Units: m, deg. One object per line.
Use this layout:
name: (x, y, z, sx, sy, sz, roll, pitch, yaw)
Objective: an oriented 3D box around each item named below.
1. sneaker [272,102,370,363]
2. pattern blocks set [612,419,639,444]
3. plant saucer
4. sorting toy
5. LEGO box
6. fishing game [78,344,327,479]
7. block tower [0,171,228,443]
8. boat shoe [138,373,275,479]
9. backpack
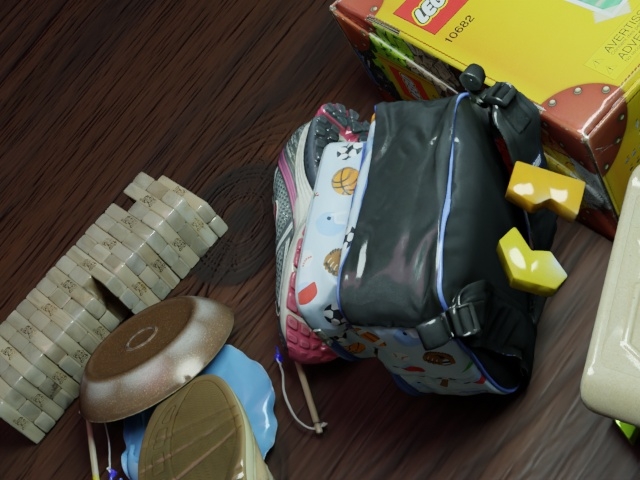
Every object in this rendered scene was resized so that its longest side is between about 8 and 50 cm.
sneaker: (0.000, 0.000, 1.329, 0.112, 0.120, 0.299, -32, 42, 46)
pattern blocks set: (0.378, 0.179, 1.033, 0.285, 0.026, 0.325, 30, 74, 34)
plant saucer: (-0.187, 0.118, 1.328, 0.198, 0.036, 0.199, -27, 21, 11)
sorting toy: (0.286, 0.042, 0.972, 0.307, 0.041, 0.229, 18, 64, 6)
LEGO box: (0.322, -0.299, 1.293, 0.500, 0.193, 0.372, -46, 49, -7)
fishing game: (-0.126, 0.200, 1.293, 0.264, 0.041, 0.189, -25, 56, 7)
block tower: (-0.264, 0.069, 1.425, 0.097, 0.091, 0.335, 30, 75, 40)
boat shoe: (-0.088, 0.273, 1.156, 0.121, 0.110, 0.341, -29, 41, 8)
backpack: (0.108, 0.025, 1.140, 0.213, 0.263, 0.277, -3, 57, 33)
